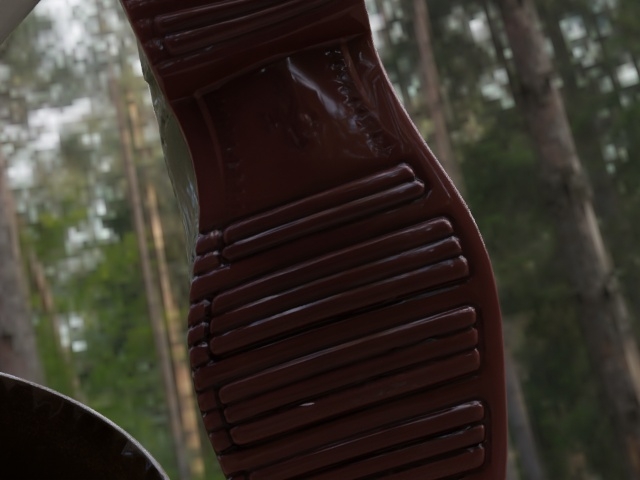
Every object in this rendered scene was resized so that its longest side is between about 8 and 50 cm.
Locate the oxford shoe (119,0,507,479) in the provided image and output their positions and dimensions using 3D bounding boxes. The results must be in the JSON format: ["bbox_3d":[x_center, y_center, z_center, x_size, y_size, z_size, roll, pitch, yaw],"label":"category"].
[{"bbox_3d":[0.000,0.000,0.812,0.123,0.348,0.130,-12,-12,-1],"label":"oxford shoe"}]

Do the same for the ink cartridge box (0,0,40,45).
[{"bbox_3d":[-0.162,-0.145,0.573,0.197,0.114,0.273,14,-40,-37],"label":"ink cartridge box"}]

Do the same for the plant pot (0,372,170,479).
[{"bbox_3d":[-0.228,0.231,1.209,0.215,0.215,0.230,10,-67,-34],"label":"plant pot"}]
